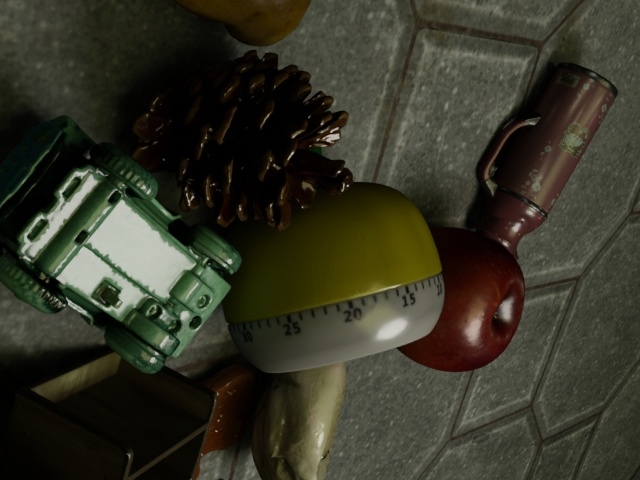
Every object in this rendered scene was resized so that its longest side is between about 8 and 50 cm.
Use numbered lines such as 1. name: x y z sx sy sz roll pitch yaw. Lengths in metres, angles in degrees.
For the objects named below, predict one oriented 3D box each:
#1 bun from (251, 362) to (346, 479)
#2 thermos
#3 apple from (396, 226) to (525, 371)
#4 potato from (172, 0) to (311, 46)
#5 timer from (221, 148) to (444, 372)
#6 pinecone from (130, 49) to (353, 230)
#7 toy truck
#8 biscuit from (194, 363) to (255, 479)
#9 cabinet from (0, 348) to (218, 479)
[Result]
1. bun: -0.034 0.245 1.167 0.210 0.116 0.237 -72 176 -63
2. thermos: 0.351 -0.126 1.396 0.136 0.109 0.330 28 92 -53
3. apple: 0.192 0.087 1.282 0.218 0.201 0.218 -27 130 -38
4. potato: -0.097 -0.316 0.736 0.369 0.176 0.196 51 46 -55
5. timer: 0.000 0.000 1.000 0.285 0.285 0.285 -27 132 -35
6. pinecone: -0.068 -0.098 0.855 0.186 0.212 0.169 -52 142 -23
7. toy truck: -0.203 0.010 0.823 0.155 0.156 0.279 -53 141 -9
8. biscuit: -0.166 0.267 1.131 0.192 0.036 0.186 -29 136 -34
9. cabinet: -0.232 0.257 0.920 0.175 0.148 0.215 -21 131 -65
